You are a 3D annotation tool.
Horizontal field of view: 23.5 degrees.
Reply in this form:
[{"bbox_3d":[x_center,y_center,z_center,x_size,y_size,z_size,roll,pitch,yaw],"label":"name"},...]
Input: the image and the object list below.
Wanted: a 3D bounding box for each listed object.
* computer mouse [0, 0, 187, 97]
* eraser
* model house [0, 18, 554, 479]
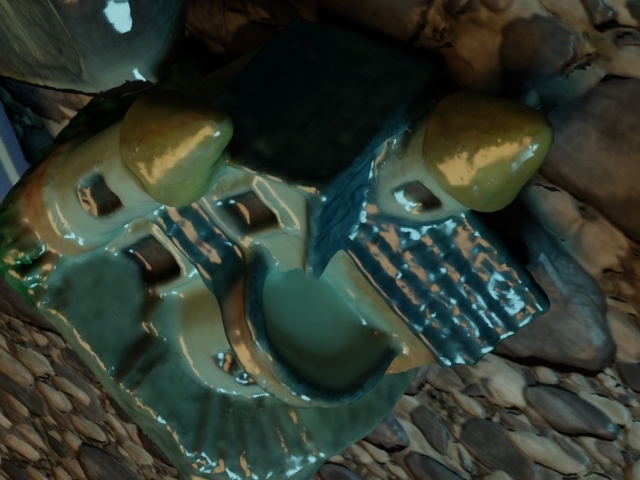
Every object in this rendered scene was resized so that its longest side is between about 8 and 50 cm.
[{"bbox_3d":[-0.176,-0.184,0.903,0.374,0.114,0.203,25,151,52],"label":"computer mouse"},{"bbox_3d":[-0.267,-0.107,1.145,0.082,0.036,0.225,47,163,31],"label":"eraser"},{"bbox_3d":[0.000,0.000,0.861,0.267,0.194,0.325,50,146,-13],"label":"model house"}]
